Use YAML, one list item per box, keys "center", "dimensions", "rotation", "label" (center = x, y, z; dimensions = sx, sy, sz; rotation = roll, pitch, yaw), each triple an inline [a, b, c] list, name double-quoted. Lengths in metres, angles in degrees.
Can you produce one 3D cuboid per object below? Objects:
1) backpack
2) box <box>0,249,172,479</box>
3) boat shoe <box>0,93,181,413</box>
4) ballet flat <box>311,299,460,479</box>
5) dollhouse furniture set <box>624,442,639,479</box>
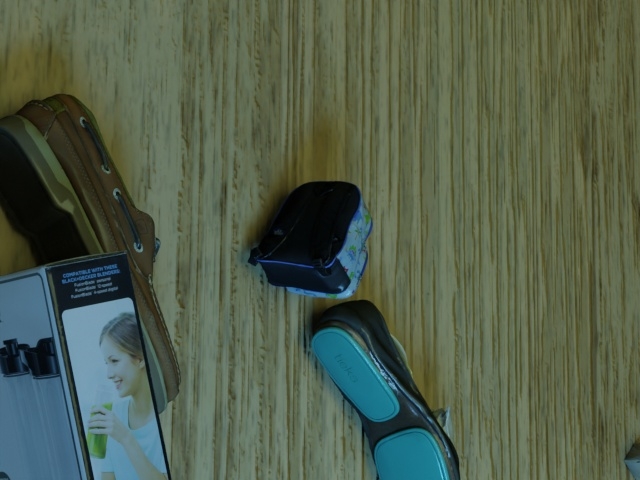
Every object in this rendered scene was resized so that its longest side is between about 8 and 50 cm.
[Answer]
- center: [0.000, 0.000, 1.713]
  dimensions: [0.114, 0.105, 0.084]
  rotation: [-66, 146, -30]
  label: "backpack"
- center: [-0.217, 0.164, 1.436]
  dimensions: [0.087, 0.169, 0.290]
  rotation: [-10, 90, -41]
  label: "box"
- center: [-0.191, 0.010, 1.526]
  dimensions: [0.104, 0.110, 0.307]
  rotation: [-33, 104, -40]
  label: "boat shoe"
- center: [0.089, 0.182, 1.766]
  dimensions: [0.096, 0.095, 0.280]
  rotation: [-42, 110, -52]
  label: "ballet flat"
- center: [0.493, 0.268, 2.107]
  dimensions: [0.161, 0.101, 0.182]
  rotation: [55, 51, -20]
  label: "dollhouse furniture set"
